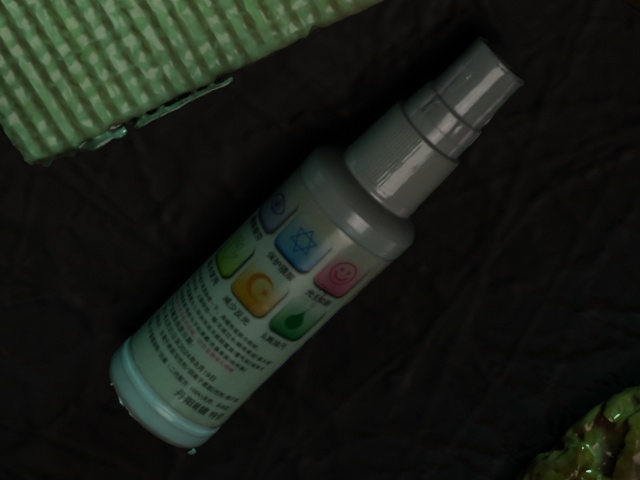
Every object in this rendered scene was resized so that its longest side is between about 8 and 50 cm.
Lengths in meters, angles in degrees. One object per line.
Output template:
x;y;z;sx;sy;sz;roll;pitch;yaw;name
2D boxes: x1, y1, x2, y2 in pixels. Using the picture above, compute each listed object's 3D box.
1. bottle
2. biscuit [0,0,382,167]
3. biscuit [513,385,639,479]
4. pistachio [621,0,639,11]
0.000;0.000;0.663;0.060;0.060;0.217;37;111;-24;bottle
-0.035;-0.141;0.583;0.252;0.052;0.150;-26;123;10;biscuit
0.194;0.156;0.788;0.226;0.042;0.226;-4;120;-6;biscuit
0.199;-0.178;0.538;0.288;0.166;0.197;-35;80;-2;pistachio
